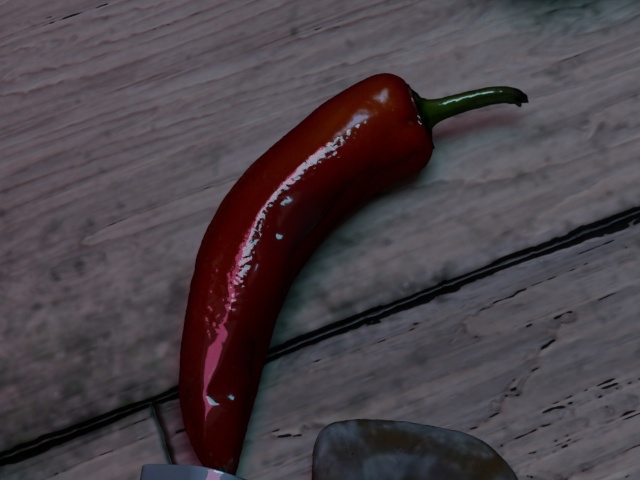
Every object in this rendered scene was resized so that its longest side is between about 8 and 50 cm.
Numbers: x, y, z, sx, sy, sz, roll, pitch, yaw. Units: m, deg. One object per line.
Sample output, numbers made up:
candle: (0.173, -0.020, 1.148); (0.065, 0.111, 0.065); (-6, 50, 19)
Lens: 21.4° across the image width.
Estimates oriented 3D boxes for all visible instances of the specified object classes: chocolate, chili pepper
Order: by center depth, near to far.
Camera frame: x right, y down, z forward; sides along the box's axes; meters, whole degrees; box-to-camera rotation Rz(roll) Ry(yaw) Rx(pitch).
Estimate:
chocolate: (0.046, 0.232, 1.112); (0.156, 0.080, 0.254); (8, 66, 12)
chili pepper: (-0.008, 0.000, 1.241); (0.137, 0.092, 0.368); (37, 81, 3)

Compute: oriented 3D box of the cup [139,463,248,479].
cup: (-0.092, 0.218, 1.136); (0.128, 0.095, 0.129); (-6, 59, 47)
